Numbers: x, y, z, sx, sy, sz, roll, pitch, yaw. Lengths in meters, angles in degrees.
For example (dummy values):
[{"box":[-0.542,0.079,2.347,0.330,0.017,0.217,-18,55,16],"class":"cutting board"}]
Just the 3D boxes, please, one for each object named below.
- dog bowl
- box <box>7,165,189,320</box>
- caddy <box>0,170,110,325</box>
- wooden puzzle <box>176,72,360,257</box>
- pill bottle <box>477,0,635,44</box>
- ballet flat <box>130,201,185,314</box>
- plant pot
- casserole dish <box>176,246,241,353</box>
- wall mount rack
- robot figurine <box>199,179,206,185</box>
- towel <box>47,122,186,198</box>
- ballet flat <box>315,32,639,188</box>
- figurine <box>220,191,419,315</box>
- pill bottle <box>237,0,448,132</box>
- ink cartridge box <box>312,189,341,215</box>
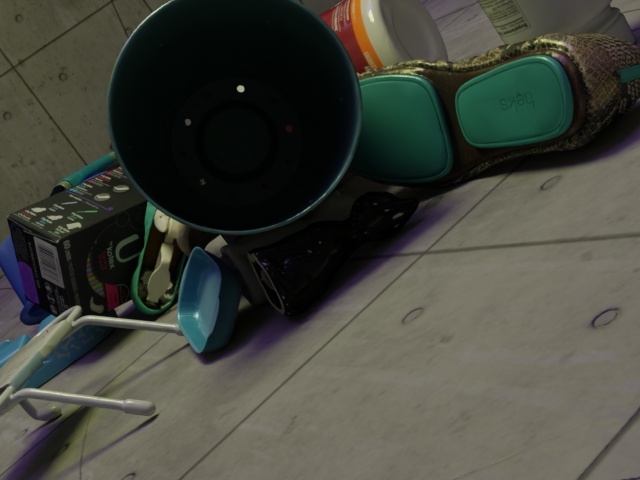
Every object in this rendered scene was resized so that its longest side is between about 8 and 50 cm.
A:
[{"box":[-0.466,0.183,1.875,0.297,0.074,0.166,-35,14,-2],"class":"dog bowl"},{"box":[-0.339,-0.002,1.806,0.143,0.165,0.270,22,39,38],"class":"box"},{"box":[-0.455,0.028,2.167,0.341,0.179,0.241,-38,-10,-10],"class":"caddy"},{"box":[-0.059,-0.081,1.679,0.348,0.080,0.322,-41,-3,-5],"class":"wooden puzzle"},{"box":[0.279,-0.344,1.450,0.160,0.283,0.160,-33,14,9],"class":"pill bottle"},{"box":[-0.234,0.004,1.731,0.087,0.083,0.247,-138,61,-64],"class":"ballet flat"},{"box":[-0.106,-0.143,1.399,0.293,0.293,0.235,-36,-1,-6],"class":"plant pot"},{"box":[-0.141,0.076,1.427,0.188,0.037,0.114,-144,67,-67],"class":"casserole dish"},{"box":[-0.327,0.189,1.444,0.304,0.130,0.350,-33,13,22],"class":"wall mount rack"},{"box":[-0.262,-0.142,2.458,0.291,0.085,0.211,-32,15,14],"class":"robot figurine"},{"box":[-0.447,-0.110,2.328,0.370,0.040,0.271,-38,-7,-47],"class":"towel"},{"box":[0.197,-0.158,1.369,0.182,0.164,0.483,-18,7,-35],"class":"ballet flat"},{"box":[0.000,0.000,1.403,0.209,0.092,0.215,-31,11,-16],"class":"figurine"},{"box":[0.009,-0.270,1.965,0.392,0.224,0.224,-26,16,32],"class":"pill bottle"},{"box":[0.016,-0.040,1.584,0.048,0.028,0.083,-34,14,3],"class":"ink cartridge box"}]
